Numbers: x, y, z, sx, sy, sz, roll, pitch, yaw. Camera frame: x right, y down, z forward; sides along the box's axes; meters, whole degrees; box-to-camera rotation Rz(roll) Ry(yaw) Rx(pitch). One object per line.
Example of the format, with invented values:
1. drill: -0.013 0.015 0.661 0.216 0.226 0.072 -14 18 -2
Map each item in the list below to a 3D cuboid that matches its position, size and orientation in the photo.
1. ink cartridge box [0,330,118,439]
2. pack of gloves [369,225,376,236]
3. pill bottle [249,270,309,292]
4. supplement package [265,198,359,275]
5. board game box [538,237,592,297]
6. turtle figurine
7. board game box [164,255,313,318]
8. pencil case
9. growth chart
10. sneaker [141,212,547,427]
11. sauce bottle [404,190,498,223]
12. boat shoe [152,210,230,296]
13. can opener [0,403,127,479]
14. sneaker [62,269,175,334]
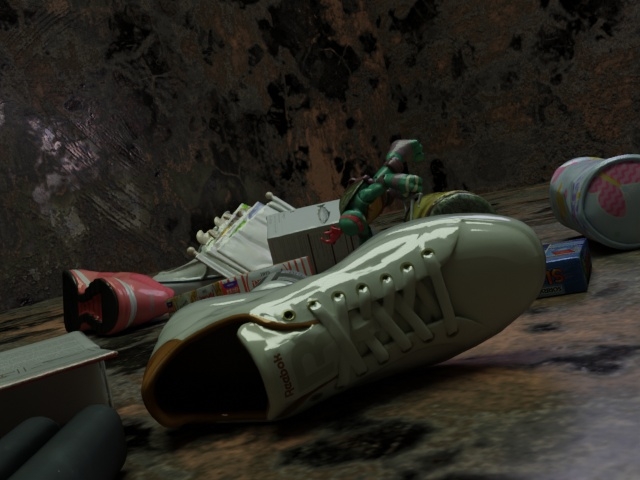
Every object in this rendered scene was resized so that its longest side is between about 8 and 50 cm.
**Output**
1. ink cartridge box: -0.313 0.147 0.550 0.296 0.066 0.261 -15 4 -25
2. pack of gloves: 0.021 -0.029 1.566 0.195 0.046 0.232 -6 -26 20
3. pill bottle: -0.035 0.072 0.654 0.078 0.078 0.137 -13 3 2
4. supplement package: 0.000 0.000 1.290 0.179 0.105 0.105 -13 25 0
5. board game box: 0.179 0.039 0.761 0.201 0.035 0.136 -11 4 25
6. turtle figurine: 0.089 -0.054 1.088 0.234 0.118 0.175 -56 -2 -46
7. board game box: -0.120 0.075 1.037 0.147 0.045 0.193 -15 -3 -34
8. pencil case: 0.380 -0.057 0.945 0.124 0.113 0.273 -10 4 13
9. growth chart: -0.127 -0.006 1.394 0.237 0.172 0.021 -41 -21 -31
10. sneaker: 0.018 0.067 0.478 0.290 0.105 0.123 -20 12 8
11. sauce bottle: 0.190 -0.024 1.138 0.112 0.111 0.344 -13 4 -2
12. boat shoe: -0.185 0.019 1.469 0.367 0.156 0.136 -12 3 3
13. can opener: -0.154 0.109 0.307 0.076 0.095 0.283 -12 3 -1
14. sneaker: -0.359 0.110 1.254 0.136 0.115 0.314 -2 3 -37
